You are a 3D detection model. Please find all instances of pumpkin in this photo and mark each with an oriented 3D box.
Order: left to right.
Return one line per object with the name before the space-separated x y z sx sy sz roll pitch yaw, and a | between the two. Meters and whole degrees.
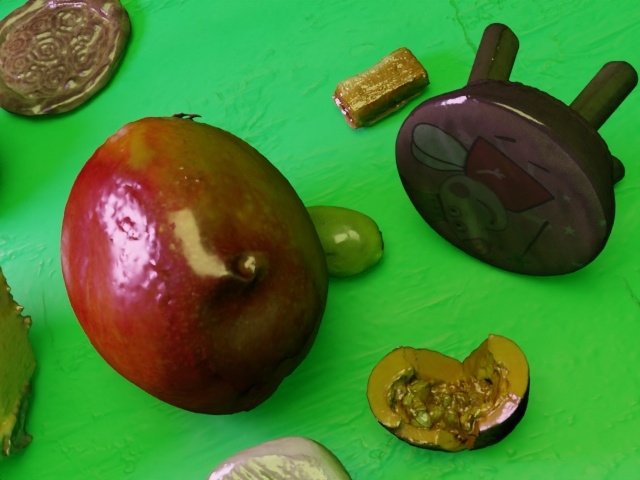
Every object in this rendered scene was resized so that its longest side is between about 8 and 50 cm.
pumpkin | 0.154 0.182 1.139 0.183 0.107 0.119 -6 56 19

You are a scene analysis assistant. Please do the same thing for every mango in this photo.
mango | 0.000 0.000 1.282 0.165 0.074 0.091 3 69 17

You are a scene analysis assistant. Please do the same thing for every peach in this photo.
peach | -0.142 0.031 1.158 0.372 0.290 0.373 -6 83 54

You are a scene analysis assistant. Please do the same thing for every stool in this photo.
stool | 0.242 -0.107 1.189 0.272 0.272 0.178 23 56 22

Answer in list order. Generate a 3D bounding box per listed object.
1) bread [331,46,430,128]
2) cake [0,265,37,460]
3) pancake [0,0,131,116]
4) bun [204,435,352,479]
bread | 0.084 -0.211 1.378 0.132 0.053 0.074 -33 66 -4
cake | -0.498 0.168 1.228 0.227 0.286 0.222 -1 35 15
pancake | -0.416 -0.298 1.552 0.250 0.031 0.250 -6 64 12
bun | -0.044 0.334 1.108 0.210 0.116 0.237 15 84 17
